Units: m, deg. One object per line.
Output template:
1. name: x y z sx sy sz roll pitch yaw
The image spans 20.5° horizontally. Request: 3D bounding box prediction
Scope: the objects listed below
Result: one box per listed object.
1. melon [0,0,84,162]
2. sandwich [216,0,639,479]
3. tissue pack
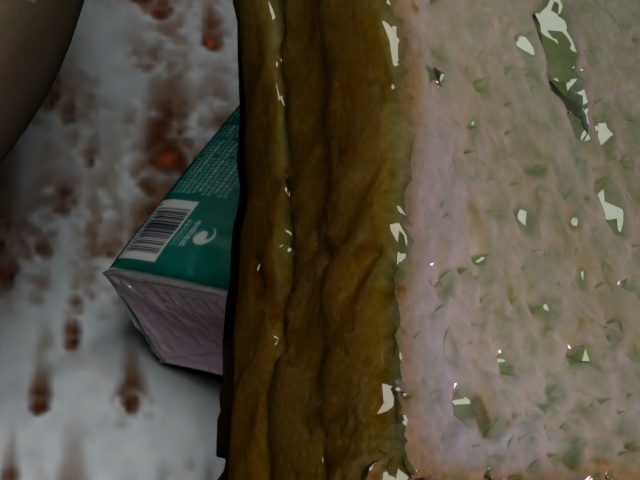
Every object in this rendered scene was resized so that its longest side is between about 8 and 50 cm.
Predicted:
1. melon: -0.203 -0.142 0.550 0.269 0.268 0.330 -7 55 -11
2. sandwich: 0.103 -0.010 0.555 0.273 0.095 0.249 11 64 -29
3. tissue pack: 0.000 0.001 0.611 0.085 0.079 0.111 9 51 37
